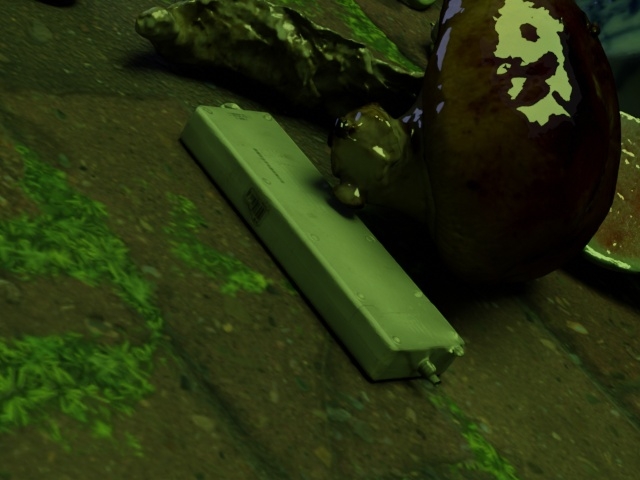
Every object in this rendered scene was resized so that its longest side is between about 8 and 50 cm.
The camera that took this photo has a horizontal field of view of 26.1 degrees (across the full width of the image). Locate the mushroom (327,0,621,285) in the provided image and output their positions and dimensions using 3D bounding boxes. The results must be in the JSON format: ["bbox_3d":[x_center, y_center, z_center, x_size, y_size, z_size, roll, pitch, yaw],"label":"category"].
[{"bbox_3d":[0.160,-0.108,1.370,0.259,0.345,0.345,-1,21,17],"label":"mushroom"}]

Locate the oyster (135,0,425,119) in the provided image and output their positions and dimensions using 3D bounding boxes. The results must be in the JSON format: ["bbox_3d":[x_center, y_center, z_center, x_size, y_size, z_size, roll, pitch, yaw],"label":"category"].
[{"bbox_3d":[-0.047,-0.208,1.524,0.396,0.111,0.204,16,14,-30],"label":"oyster"}]

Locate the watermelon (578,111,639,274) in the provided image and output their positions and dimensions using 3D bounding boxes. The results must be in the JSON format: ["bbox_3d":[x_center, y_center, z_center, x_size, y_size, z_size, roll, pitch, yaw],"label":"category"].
[{"bbox_3d":[0.330,-0.076,1.601,0.305,0.180,0.224,22,28,-3],"label":"watermelon"}]

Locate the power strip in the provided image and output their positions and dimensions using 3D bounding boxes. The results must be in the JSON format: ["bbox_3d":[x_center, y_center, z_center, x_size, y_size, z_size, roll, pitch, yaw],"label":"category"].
[{"bbox_3d":[0.000,0.000,1.263,0.106,0.043,0.367,1,40,-46],"label":"power strip"}]

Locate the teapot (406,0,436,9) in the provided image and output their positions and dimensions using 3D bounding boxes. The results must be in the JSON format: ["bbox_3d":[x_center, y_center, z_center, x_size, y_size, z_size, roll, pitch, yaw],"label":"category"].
[{"bbox_3d":[0.127,-0.405,2.035,0.124,0.092,0.091,29,43,5],"label":"teapot"}]

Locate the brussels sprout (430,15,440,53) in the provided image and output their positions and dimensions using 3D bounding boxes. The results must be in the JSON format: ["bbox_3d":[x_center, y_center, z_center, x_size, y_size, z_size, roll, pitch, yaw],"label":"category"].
[{"bbox_3d":[0.235,-0.272,1.877,0.145,0.131,0.183,18,23,-23],"label":"brussels sprout"}]

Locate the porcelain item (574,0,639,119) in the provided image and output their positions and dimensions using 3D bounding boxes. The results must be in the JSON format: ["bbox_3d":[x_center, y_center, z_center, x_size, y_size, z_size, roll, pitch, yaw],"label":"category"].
[{"bbox_3d":[0.407,-0.238,1.655,0.178,0.405,0.242,43,57,-42],"label":"porcelain item"}]
